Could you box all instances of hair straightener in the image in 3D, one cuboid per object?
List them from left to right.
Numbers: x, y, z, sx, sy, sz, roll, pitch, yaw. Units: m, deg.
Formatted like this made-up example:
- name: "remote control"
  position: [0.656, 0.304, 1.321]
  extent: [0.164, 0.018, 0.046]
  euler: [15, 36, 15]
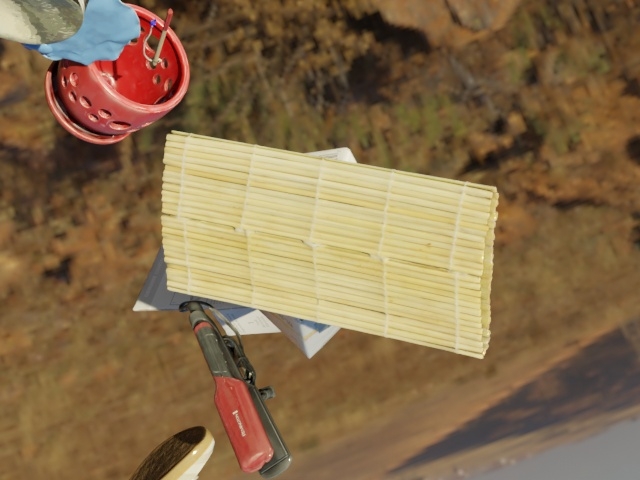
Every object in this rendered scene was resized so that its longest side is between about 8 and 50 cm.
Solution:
- name: "hair straightener"
  position: [-0.090, 0.152, 1.458]
  extent: [0.047, 0.230, 0.089]
  euler: [-40, 146, 10]

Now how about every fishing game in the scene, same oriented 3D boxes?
- name: "fishing game"
  position: [-0.350, -0.316, 2.001]
  extent: [0.264, 0.041, 0.189]
  euler: [7, 151, -13]

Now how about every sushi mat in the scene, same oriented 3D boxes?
- name: "sushi mat"
  position: [0.000, 0.000, 1.211]
  extent: [0.317, 0.151, 0.019]
  euler: [11, -159, 23]

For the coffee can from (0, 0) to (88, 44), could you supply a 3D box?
- name: "coffee can"
  position: [-0.369, -0.425, 1.813]
  extent: [0.202, 0.275, 0.201]
  euler: [10, 153, 5]

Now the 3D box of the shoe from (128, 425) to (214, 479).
- name: "shoe"
  position: [-0.198, 0.307, 1.679]
  extent: [0.219, 0.058, 0.076]
  euler: [-44, -154, 15]

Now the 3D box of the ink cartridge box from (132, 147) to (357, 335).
- name: "ink cartridge box"
  position: [-0.098, 0.002, 1.985]
  extent: [0.261, 0.296, 0.066]
  euler: [-5, 136, 27]

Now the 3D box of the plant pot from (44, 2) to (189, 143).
- name: "plant pot"
  position: [-0.329, -0.253, 2.204]
  extent: [0.191, 0.191, 0.174]
  euler: [-12, 165, -41]

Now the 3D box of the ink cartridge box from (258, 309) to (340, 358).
- name: "ink cartridge box"
  position: [-0.040, 0.028, 1.496]
  extent: [0.093, 0.154, 0.212]
  euler: [-45, 169, -11]
